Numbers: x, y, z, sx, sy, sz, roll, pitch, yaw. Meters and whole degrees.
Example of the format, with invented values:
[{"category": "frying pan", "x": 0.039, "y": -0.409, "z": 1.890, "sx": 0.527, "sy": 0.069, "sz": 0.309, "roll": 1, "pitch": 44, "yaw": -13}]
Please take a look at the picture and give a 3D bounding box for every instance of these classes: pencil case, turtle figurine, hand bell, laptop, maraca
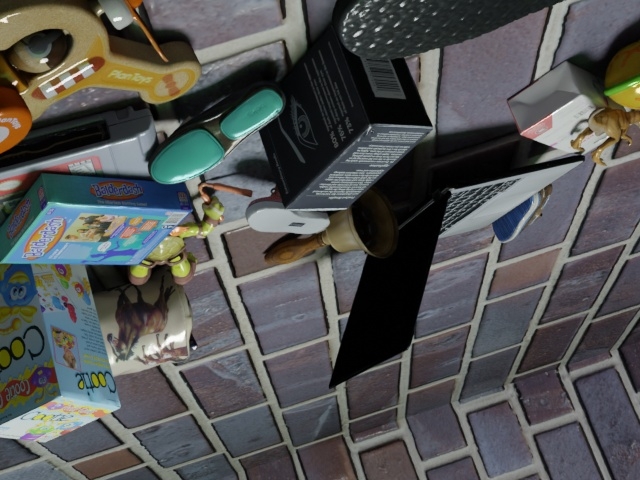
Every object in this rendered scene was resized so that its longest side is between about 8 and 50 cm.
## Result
[{"category": "pencil case", "x": -0.411, "y": 0.162, "z": 1.783, "sx": 0.410, "sy": 0.159, "sz": 0.183, "roll": -14, "pitch": -173, "yaw": -10}, {"category": "turtle figurine", "x": -0.230, "y": 0.002, "z": 1.652, "sx": 0.270, "sy": 0.087, "sz": 0.217, "roll": -15, "pitch": 158, "yaw": -11}, {"category": "hand bell", "x": 0.000, "y": 0.000, "z": 1.852, "sx": 0.242, "sy": 0.126, "sz": 0.126, "roll": -20, "pitch": 162, "yaw": 38}, {"category": "laptop", "x": 0.220, "y": 0.059, "z": 1.852, "sx": 0.408, "sy": 0.236, "sz": 0.382, "roll": -13, "pitch": 169, "yaw": -21}, {"category": "maraca", "x": 0.483, "y": -0.249, "z": 1.634, "sx": 0.127, "sy": 0.099, "sz": 0.186, "roll": -21, "pitch": -176, "yaw": 21}]

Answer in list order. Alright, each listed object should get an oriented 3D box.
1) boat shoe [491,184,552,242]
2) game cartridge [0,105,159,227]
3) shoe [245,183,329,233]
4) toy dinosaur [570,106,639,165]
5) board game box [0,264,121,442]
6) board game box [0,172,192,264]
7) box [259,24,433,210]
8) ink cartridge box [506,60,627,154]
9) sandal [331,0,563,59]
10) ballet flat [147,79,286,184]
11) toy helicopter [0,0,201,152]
[{"category": "boat shoe", "x": 0.380, "y": -0.052, "z": 2.047, "sx": 0.066, "sy": 0.066, "sz": 0.183, "roll": -17, "pitch": 162, "yaw": -22}, {"category": "game cartridge", "x": -0.349, "y": -0.077, "z": 1.421, "sx": 0.294, "sy": 0.060, "sz": 0.196, "roll": -16, "pitch": 162, "yaw": -7}, {"category": "shoe", "x": -0.059, "y": -0.060, "z": 1.649, "sx": 0.063, "sy": 0.081, "sz": 0.178, "roll": -32, "pitch": 158, "yaw": 30}, {"category": "toy dinosaur", "x": 0.425, "y": -0.173, "z": 1.649, "sx": 0.211, "sy": 0.064, "sz": 0.112, "roll": -8, "pitch": 138, "yaw": -48}, {"category": "board game box", "x": -0.408, "y": 0.127, "z": 1.551, "sx": 0.142, "sy": 0.275, "sz": 0.144, "roll": -26, "pitch": 157, "yaw": 17}, {"category": "board game box", "x": -0.300, "y": -0.023, "z": 1.450, "sx": 0.210, "sy": 0.047, "sz": 0.160, "roll": 2, "pitch": 150, "yaw": -41}, {"category": "box", "x": 0.023, "y": -0.152, "z": 1.409, "sx": 0.108, "sy": 0.153, "sz": 0.207, "roll": -2, "pitch": 154, "yaw": -37}, {"category": "ink cartridge box", "x": 0.394, "y": -0.201, "z": 1.706, "sx": 0.115, "sy": 0.067, "sz": 0.198, "roll": -33, "pitch": 153, "yaw": 32}, {"category": "sandal", "x": 0.183, "y": -0.315, "z": 1.252, "sx": 0.446, "sy": 0.107, "sz": 0.167, "roll": -22, "pitch": 161, "yaw": -29}, {"category": "ballet flat", "x": -0.133, "y": -0.143, "z": 1.407, "sx": 0.203, "sy": 0.074, "sz": 0.074, "roll": -33, "pitch": 156, "yaw": 9}, {"category": "toy helicopter", "x": -0.240, "y": -0.205, "z": 1.157, "sx": 0.235, "sy": 0.140, "sz": 0.355, "roll": -41, "pitch": 161, "yaw": 25}]
